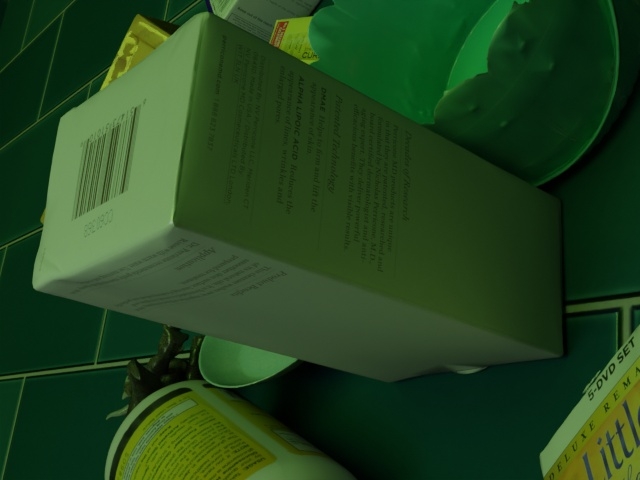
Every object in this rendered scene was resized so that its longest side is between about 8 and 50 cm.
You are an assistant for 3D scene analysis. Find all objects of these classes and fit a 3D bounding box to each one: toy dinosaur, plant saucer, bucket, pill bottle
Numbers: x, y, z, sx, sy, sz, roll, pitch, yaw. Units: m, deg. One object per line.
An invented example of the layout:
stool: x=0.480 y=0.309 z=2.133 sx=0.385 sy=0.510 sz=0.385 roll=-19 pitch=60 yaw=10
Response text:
toy dinosaur: x=-0.188 y=0.188 z=1.027 sx=0.313 sy=0.121 sz=0.160 roll=172 pitch=117 yaw=-79
plant saucer: x=-0.048 y=0.102 z=0.941 sx=0.195 sy=0.037 sz=0.195 roll=-26 pitch=29 yaw=16
bucket: x=0.138 y=-0.182 z=0.749 sx=0.281 sy=0.183 sz=0.281 roll=-28 pitch=53 yaw=45
pill bottle: x=-0.068 y=0.271 z=0.798 sx=0.334 sy=0.188 sz=0.188 roll=18 pitch=88 yaw=55

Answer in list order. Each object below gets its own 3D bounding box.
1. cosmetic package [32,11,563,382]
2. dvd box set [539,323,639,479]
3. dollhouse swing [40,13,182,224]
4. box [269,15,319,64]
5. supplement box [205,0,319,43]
cosmetic package: x=0.000 y=0.000 z=0.672 sx=0.217 sy=0.385 sz=0.156 roll=-18 pitch=61 yaw=46
dvd box set: x=0.226 y=0.181 z=0.373 sx=0.420 sy=0.062 sz=0.308 roll=-85 pitch=15 yaw=-52
dollhouse swing: x=-0.199 y=-0.113 z=1.274 sx=0.347 sy=0.305 sz=0.315 roll=-61 pitch=-5 yaw=13
box: x=0.013 y=-0.238 z=1.049 sx=0.232 sy=0.058 sz=0.087 roll=18 pitch=89 yaw=55
supplement box: x=-0.056 y=-0.385 z=1.168 sx=0.220 sy=0.114 sz=0.111 roll=-50 pitch=39 yaw=28
